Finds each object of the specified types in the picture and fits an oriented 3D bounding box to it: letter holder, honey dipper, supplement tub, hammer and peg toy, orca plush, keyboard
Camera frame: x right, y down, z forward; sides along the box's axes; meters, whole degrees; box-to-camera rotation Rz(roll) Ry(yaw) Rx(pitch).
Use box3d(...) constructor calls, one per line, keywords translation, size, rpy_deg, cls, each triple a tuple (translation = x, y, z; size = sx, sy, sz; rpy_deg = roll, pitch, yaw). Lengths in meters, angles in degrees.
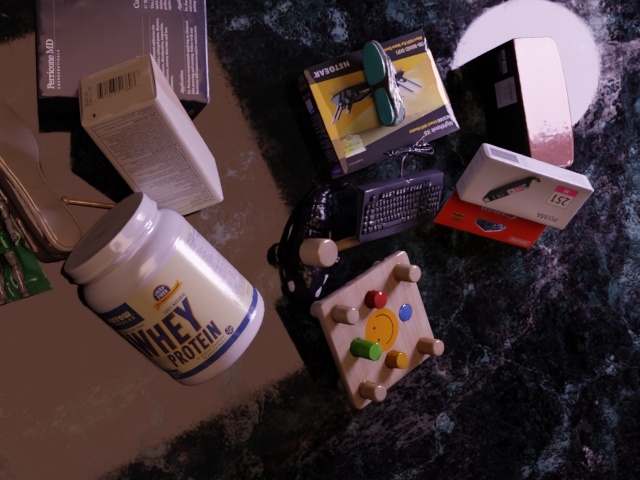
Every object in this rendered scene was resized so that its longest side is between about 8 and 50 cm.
box3d(translation=(0.518, -0.311, 1.878), size=(0.215, 0.152, 0.301), rpy_deg=(-8, 89, -21), cls="letter holder")
box3d(translation=(-0.435, -0.070, 1.595), size=(0.161, 0.030, 0.030), rpy_deg=(6, 85, -17), cls="honey dipper")
box3d(translation=(-0.289, 0.090, 1.501), size=(0.325, 0.235, 0.235), rpy_deg=(47, 74, -23), cls="supplement tub")
box3d(translation=(0.112, 0.134, 1.664), size=(0.266, 0.127, 0.361), rpy_deg=(-30, 110, -32), cls="hammer and peg toy")
box3d(translation=(0.000, 0.000, 1.703), size=(0.151, 0.102, 0.287), rpy_deg=(29, 78, -15), cls="orca plush")
box3d(translation=(0.177, -0.114, 1.706), size=(0.317, 0.033, 0.201), rpy_deg=(-18, 114, -51), cls="keyboard")

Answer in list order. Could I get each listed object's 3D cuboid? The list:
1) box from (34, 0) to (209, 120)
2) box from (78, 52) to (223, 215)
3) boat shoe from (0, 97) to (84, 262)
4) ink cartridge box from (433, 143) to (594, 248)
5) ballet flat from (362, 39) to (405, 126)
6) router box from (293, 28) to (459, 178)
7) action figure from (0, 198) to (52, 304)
box3d(translation=(-0.391, -0.419, 1.552), size=(0.313, 0.179, 0.343), rpy_deg=(-1, 87, -20), cls="box")
box3d(translation=(-0.307, -0.179, 1.483), size=(0.148, 0.311, 0.121), rpy_deg=(-19, 55, 4), cls="box")
box3d(translation=(-0.572, -0.108, 1.514), size=(0.335, 0.096, 0.112), rpy_deg=(61, 33, -3), cls="boat shoe")
box3d(translation=(0.428, -0.078, 1.798), size=(0.275, 0.239, 0.060), rpy_deg=(15, 38, -18), cls="ink cartridge box")
box3d(translation=(0.139, -0.336, 1.714), size=(0.070, 0.070, 0.188), rpy_deg=(-13, 93, -19), cls="ballet flat")
box3d(translation=(0.126, -0.303, 1.776), size=(0.309, 0.081, 0.242), rpy_deg=(-24, 95, -19), cls="router box")
box3d(translation=(-0.614, 0.005, 1.515), size=(0.137, 0.063, 0.232), rpy_deg=(-19, 89, -16), cls="action figure")
